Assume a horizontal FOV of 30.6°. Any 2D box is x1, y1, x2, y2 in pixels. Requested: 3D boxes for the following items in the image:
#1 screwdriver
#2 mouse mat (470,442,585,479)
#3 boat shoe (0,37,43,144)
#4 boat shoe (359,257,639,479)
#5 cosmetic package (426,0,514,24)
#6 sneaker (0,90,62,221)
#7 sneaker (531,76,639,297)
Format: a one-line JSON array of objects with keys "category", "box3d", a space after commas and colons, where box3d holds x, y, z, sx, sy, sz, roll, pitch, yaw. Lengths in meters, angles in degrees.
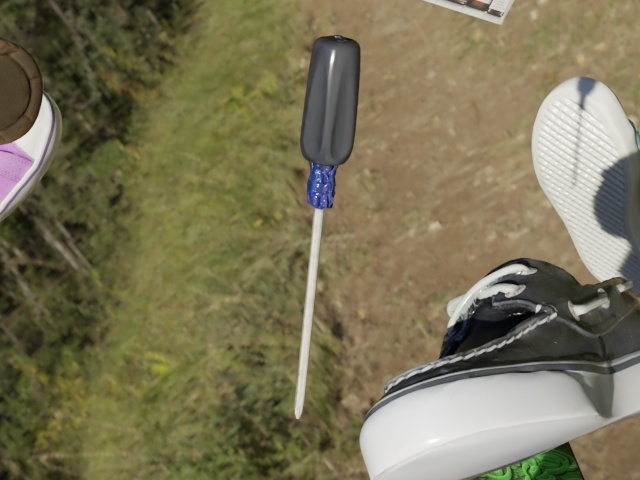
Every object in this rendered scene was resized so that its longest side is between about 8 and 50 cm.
[{"category": "screwdriver", "box3d": [0.000, 0.000, 0.485, 0.024, 0.169, 0.025, -5, 18, -28]}, {"category": "mouse mat", "box3d": [0.217, 0.254, 1.285, 0.007, 0.190, 0.152, -56, 36, 36]}, {"category": "boat shoe", "box3d": [-0.219, -0.077, 0.498, 0.072, 0.190, 0.068, 18, 93, 51]}, {"category": "boat shoe", "box3d": [0.109, 0.060, 0.626, 0.108, 0.102, 0.301, -32, -18, 34]}, {"category": "cosmetic package", "box3d": [0.062, -0.248, 0.906, 0.099, 0.239, 0.060, -65, 35, 24]}, {"category": "sneaker", "box3d": [-0.351, -0.050, 0.993, 0.282, 0.102, 0.161, -41, -14, -8]}, {"category": "sneaker", "box3d": [0.366, -0.092, 1.458, 0.135, 0.366, 0.150, 14, 59, 33]}]
